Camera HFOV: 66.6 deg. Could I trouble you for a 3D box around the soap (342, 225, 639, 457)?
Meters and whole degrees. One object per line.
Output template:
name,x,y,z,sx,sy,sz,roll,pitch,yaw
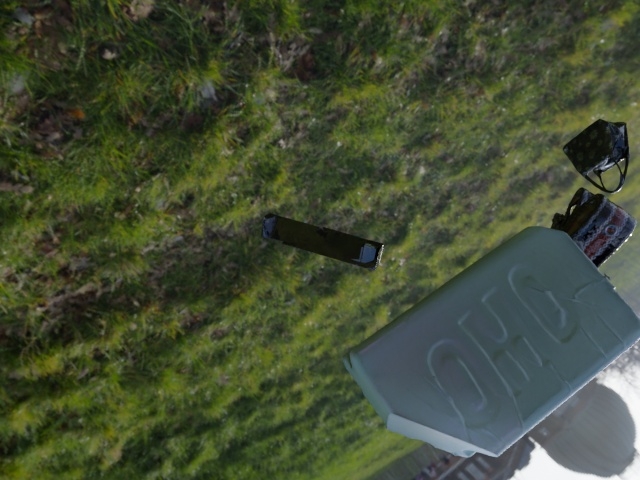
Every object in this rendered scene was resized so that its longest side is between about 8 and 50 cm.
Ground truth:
soap,0.191,0.120,0.555,0.289,0.173,0.095,-32,166,-13

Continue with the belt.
belt,0.435,0.074,0.901,0.359,0.094,0.126,-59,-175,-1

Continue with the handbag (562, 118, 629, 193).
handbag,0.571,-0.159,0.981,0.072,0.139,0.115,-4,159,-19

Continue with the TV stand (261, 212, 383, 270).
TV stand,0.000,0.000,1.011,0.040,0.256,0.049,-44,147,-63
